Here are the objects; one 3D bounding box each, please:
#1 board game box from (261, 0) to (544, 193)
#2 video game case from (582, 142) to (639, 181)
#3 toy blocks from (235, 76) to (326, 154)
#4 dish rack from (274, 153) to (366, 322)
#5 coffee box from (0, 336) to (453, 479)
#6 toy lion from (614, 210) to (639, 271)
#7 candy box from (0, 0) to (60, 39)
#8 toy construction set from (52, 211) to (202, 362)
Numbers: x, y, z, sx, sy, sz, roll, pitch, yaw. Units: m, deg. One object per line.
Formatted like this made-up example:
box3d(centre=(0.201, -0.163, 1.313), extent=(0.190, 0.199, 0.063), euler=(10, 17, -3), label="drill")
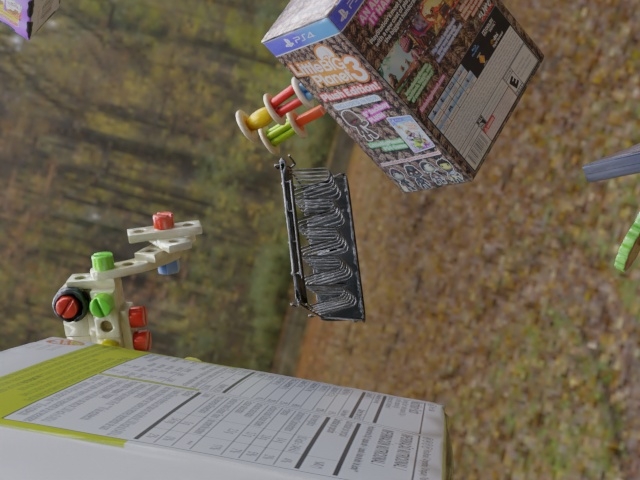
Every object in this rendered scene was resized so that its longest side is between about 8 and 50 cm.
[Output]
box3d(centre=(0.112, -0.245, 1.537), extent=(0.141, 0.291, 0.232), euler=(-9, 42, 53), label="board game box")
box3d(centre=(0.441, -0.126, 1.288), extent=(0.196, 0.274, 0.026), euler=(170, 80, -80), label="video game case")
box3d(centre=(-0.033, -0.192, 1.755), extent=(0.123, 0.148, 0.054), euler=(24, -140, -61), label="toy blocks")
box3d(centre=(0.000, 0.000, 1.545), extent=(0.271, 0.074, 0.208), euler=(45, -144, -78), label="dish rack")
box3d(centre=(-0.101, 0.266, 0.776), extent=(0.338, 0.334, 0.338), euler=(-4, -77, -84), label="coffee box")
box3d(centre=(0.410, -0.010, 1.539), extent=(0.096, 0.034, 0.100), euler=(-32, -37, -48), label="toy lion")
box3d(centre=(-0.375, -0.345, 1.357), extent=(0.070, 0.165, 0.196), euler=(-57, -1, -30), label="candy box")
box3d(centre=(-0.243, 0.126, 1.648), extent=(0.151, 0.215, 0.328), euler=(-25, -68, -83), label="toy construction set")
